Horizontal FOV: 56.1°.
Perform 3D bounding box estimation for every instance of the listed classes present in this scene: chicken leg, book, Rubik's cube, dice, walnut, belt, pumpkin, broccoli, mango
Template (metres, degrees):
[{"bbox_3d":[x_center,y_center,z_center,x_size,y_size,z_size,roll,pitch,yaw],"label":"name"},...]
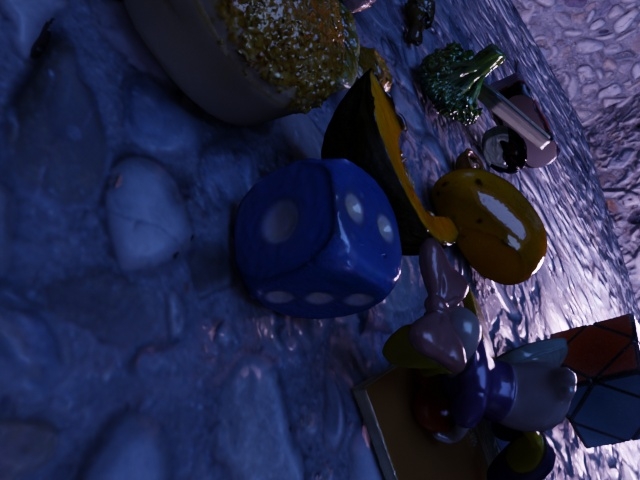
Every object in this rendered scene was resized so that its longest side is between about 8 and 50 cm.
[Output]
[{"bbox_3d":[0.236,-0.535,1.461,0.085,0.069,0.198,70,29,-43],"label":"chicken leg"},{"bbox_3d":[0.187,0.282,0.873,0.374,0.028,0.262,-10,78,-57],"label":"book"},{"bbox_3d":[0.674,0.328,1.403,0.205,0.205,0.207,54,32,-18],"label":"Rubik's cube"},{"bbox_3d":[0.000,0.000,0.667,0.146,0.146,0.143,31,48,-44],"label":"dice"},{"bbox_3d":[0.340,-0.157,1.368,0.121,0.052,0.091,31,45,-46],"label":"walnut"},{"bbox_3d":[0.487,-0.241,1.592,0.140,0.105,0.058,44,33,-23],"label":"belt"},{"bbox_3d":[0.077,-0.049,0.803,0.312,0.148,0.169,52,30,-31],"label":"pumpkin"},{"bbox_3d":[0.333,-0.376,1.371,0.194,0.194,0.219,51,30,-23],"label":"broccoli"},{"bbox_3d":[0.334,-0.041,1.197,0.290,0.160,0.191,38,47,-23],"label":"mango"}]

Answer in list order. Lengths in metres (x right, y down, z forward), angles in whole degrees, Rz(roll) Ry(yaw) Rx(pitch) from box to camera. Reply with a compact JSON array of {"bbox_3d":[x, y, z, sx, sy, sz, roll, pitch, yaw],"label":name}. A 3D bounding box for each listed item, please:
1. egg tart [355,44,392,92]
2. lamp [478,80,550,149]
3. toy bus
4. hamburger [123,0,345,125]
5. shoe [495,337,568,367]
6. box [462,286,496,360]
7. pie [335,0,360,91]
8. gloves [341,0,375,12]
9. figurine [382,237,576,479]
[{"bbox_3d":[0.099,-0.316,1.116,0.129,0.049,0.129,37,41,-41],"label":"egg tart"},{"bbox_3d":[0.451,-0.362,1.558,0.269,0.047,0.266,24,25,-37],"label":"lamp"},{"bbox_3d":[0.642,-0.377,1.892,0.302,0.127,0.147,48,33,-27],"label":"toy bus"},{"bbox_3d":[-0.083,-0.277,0.693,0.294,0.179,0.276,51,34,-23],"label":"hamburger"},{"bbox_3d":[0.427,0.251,1.188,0.251,0.103,0.100,6,64,-49],"label":"shoe"},{"bbox_3d":[0.282,0.162,1.065,0.087,0.023,0.155,51,25,-38],"label":"box"},{"bbox_3d":[-0.014,-0.346,0.963,0.240,0.054,0.240,31,47,-41],"label":"pie"},{"bbox_3d":[0.061,-0.516,1.157,0.144,0.094,0.110,55,44,-33],"label":"gloves"},{"bbox_3d":[0.212,0.181,0.771,0.421,0.193,0.154,39,44,-29],"label":"figurine"}]
